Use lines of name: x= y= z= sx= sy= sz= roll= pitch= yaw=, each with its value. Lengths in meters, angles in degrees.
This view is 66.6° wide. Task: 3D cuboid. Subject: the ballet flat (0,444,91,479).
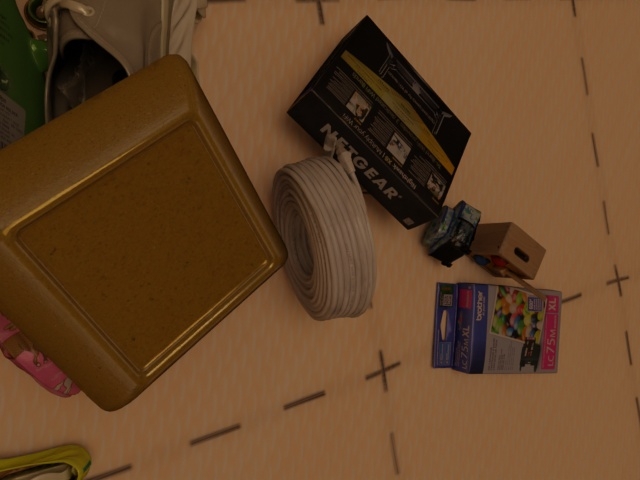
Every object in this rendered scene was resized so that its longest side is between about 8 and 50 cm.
ballet flat: x=-0.436 y=0.338 z=0.659 sx=0.230 sy=0.077 sz=0.077 roll=-9 pitch=94 yaw=-24

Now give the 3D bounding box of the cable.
cable: x=0.000 y=0.000 z=0.762 sx=0.089 sy=0.257 sz=0.257 roll=-13 pitch=71 yaw=-20

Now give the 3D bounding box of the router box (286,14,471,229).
router box: x=0.121 y=-0.210 z=0.878 sx=0.309 sy=0.081 sz=0.243 roll=42 pitch=54 yaw=-17

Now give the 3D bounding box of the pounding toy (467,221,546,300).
pounding toy: x=0.388 y=0.042 z=1.005 sx=0.141 sy=0.130 sz=0.100 roll=34 pitch=76 yaw=-20

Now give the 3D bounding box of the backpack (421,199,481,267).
backpack: x=0.261 y=-0.022 z=0.965 sx=0.084 sy=0.105 sz=0.114 roll=33 pitch=66 yaw=1

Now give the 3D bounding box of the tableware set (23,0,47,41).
tableware set: x=-0.442 y=-0.355 z=0.696 sx=0.104 sy=0.024 sz=0.154 roll=-28 pitch=101 yaw=-22

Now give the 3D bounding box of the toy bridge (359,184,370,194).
toy bridge: x=0.071 y=-0.101 z=0.899 sx=0.188 sy=0.063 sz=0.026 roll=5 pitch=88 yaw=-34

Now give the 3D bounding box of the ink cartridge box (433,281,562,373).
ink cartridge box: x=0.384 y=0.188 z=1.042 sx=0.310 sy=0.065 sz=0.186 roll=7 pitch=86 yaw=-22

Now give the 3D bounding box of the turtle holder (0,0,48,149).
turtle holder: x=-0.460 y=-0.210 z=0.570 sx=0.227 sy=0.243 sz=0.321 roll=-7 pitch=105 yaw=2

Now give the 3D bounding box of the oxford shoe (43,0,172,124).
oxford shoe: x=-0.282 y=-0.300 z=0.619 sx=0.169 sy=0.130 sz=0.450 roll=-7 pitch=86 yaw=17

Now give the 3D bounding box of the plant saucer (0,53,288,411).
plant saucer: x=-0.197 y=0.005 z=0.577 sx=0.333 sy=0.081 sz=0.333 roll=-42 pitch=126 yaw=-24

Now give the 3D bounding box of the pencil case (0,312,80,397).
pencil case: x=-0.261 y=0.027 z=0.693 sx=0.386 sy=0.167 sz=0.160 roll=-47 pitch=129 yaw=-18

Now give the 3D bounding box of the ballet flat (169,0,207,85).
ballet flat: x=-0.237 y=-0.320 z=0.743 sx=0.139 sy=0.139 sz=0.401 roll=5 pitch=91 yaw=-24
